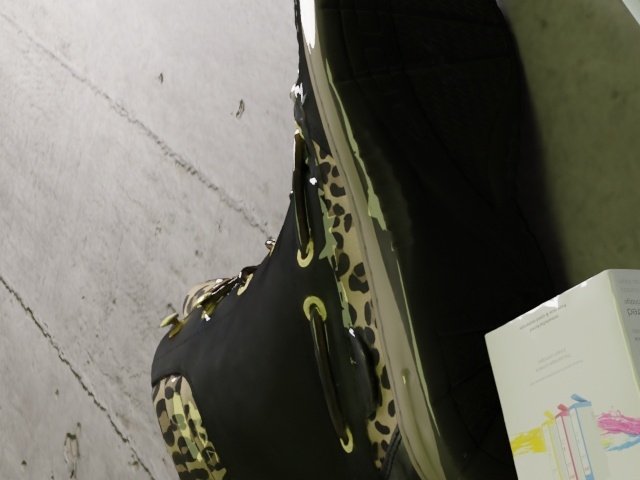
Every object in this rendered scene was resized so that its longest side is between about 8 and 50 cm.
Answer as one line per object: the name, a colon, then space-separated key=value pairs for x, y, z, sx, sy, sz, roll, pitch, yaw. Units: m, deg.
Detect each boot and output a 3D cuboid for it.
boot: x=0.000 y=0.000 z=0.838 sx=0.284 sy=0.138 sz=0.377 roll=-34 pitch=65 yaw=51

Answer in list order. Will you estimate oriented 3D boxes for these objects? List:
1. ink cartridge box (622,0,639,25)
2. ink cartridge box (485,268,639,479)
ink cartridge box: x=0.203 y=0.002 z=0.462 sx=0.045 sy=0.224 sz=0.223 roll=-40 pitch=53 yaw=20
ink cartridge box: x=0.150 y=0.095 z=0.628 sx=0.090 sy=0.092 sz=0.143 roll=-37 pitch=59 yaw=49
